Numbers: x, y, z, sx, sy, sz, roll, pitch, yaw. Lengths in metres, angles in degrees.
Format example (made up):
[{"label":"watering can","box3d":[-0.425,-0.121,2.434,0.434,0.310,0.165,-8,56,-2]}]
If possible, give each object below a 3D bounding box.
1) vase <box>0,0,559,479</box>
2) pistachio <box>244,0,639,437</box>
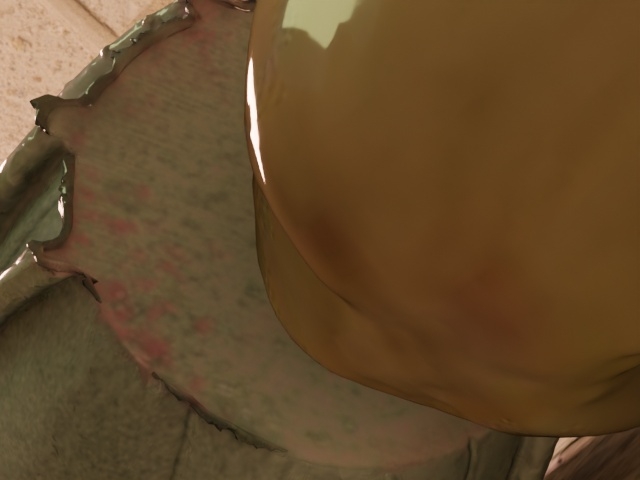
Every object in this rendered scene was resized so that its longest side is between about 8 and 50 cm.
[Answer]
[{"label":"vase","box3d":[-0.059,0.102,0.761,0.250,0.250,0.445,-45,-8,-35]},{"label":"pistachio","box3d":[0.116,-0.080,0.511,0.332,0.208,0.226,-44,32,0]}]
